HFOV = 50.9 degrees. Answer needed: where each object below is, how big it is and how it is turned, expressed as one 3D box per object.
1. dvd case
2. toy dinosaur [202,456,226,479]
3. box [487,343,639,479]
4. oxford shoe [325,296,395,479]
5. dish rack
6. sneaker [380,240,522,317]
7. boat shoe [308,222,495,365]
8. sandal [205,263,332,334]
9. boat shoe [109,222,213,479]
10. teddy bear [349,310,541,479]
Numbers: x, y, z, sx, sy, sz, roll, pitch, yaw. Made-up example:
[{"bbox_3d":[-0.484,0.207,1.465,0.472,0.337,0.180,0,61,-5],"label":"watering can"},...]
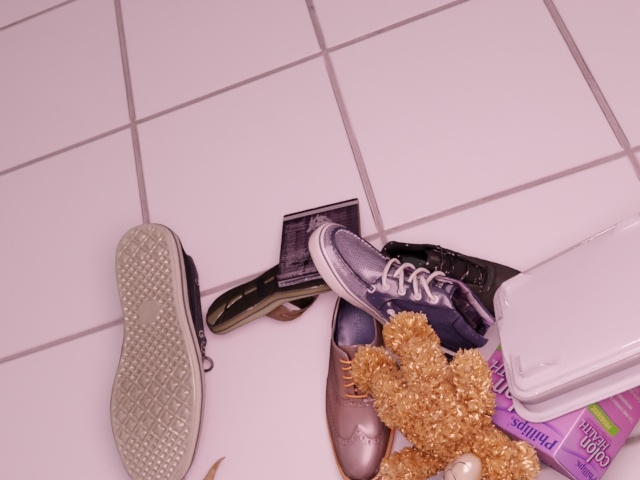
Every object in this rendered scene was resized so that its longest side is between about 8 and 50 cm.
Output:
[{"bbox_3d":[0.000,0.000,1.330,0.165,0.018,0.221,-13,36,10],"label":"dvd case"},{"bbox_3d":[-0.229,0.477,1.233,0.093,0.053,0.183,13,78,5],"label":"toy dinosaur"},{"bbox_3d":[0.382,0.225,1.063,0.243,0.117,0.213,-52,27,-9],"label":"box"},{"bbox_3d":[0.058,0.244,1.196,0.130,0.132,0.363,-8,65,13],"label":"oxford shoe"},{"bbox_3d":[0.404,0.096,1.001,0.333,0.072,0.285,-33,30,28],"label":"dish rack"},{"bbox_3d":[0.238,0.065,1.226,0.286,0.130,0.109,8,67,18],"label":"sneaker"},{"bbox_3d":[0.146,0.074,1.145,0.340,0.158,0.127,42,48,-12],"label":"boat shoe"},{"bbox_3d":[-0.080,0.113,1.323,0.303,0.086,0.120,-23,32,13],"label":"sandal"},{"bbox_3d":[-0.301,0.216,1.304,0.187,0.156,0.499,-11,72,9],"label":"boat shoe"},{"bbox_3d":[0.170,0.264,1.023,0.245,0.113,0.338,-29,63,19],"label":"teddy bear"}]
